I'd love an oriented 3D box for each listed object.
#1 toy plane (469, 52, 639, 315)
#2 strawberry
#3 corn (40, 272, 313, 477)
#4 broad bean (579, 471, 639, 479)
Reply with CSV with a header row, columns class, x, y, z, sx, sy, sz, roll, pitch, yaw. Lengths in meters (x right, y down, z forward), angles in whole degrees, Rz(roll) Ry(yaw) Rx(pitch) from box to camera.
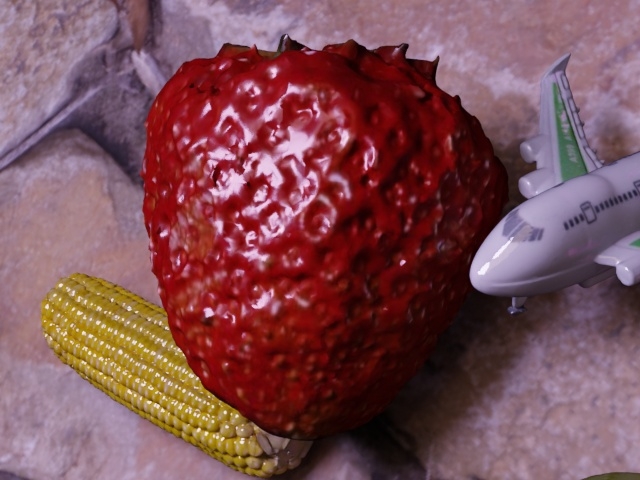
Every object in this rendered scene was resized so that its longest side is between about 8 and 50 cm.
class,x,y,z,sx,sy,sz,roll,pitch,yaw
toy plane,0.203,-0.019,1.159,0.255,0.101,0.251,-29,52,-21
strawberry,0.000,0.000,1.193,0.257,0.257,0.277,1,80,28
corn,-0.110,0.100,1.298,0.248,0.081,0.081,26,79,34
broad bean,0.212,0.217,1.083,0.206,0.072,0.153,-11,58,37
